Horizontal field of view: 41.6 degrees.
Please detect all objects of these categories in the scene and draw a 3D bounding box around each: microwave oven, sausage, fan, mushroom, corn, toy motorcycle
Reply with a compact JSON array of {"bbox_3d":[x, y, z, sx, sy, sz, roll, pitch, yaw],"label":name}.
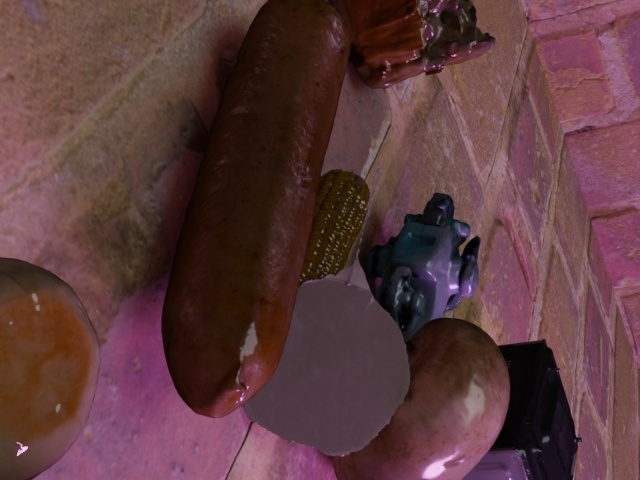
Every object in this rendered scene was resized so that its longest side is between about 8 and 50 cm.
[{"bbox_3d":[0.276,0.313,1.254,0.295,0.181,0.237,-47,121,-58],"label":"microwave oven"},{"bbox_3d":[-0.058,-0.055,0.818,0.123,0.136,0.501,29,52,-23],"label":"sausage"},{"bbox_3d":[0.023,0.061,0.872,0.010,0.182,0.310,124,-16,-73],"label":"fan"},{"bbox_3d":[0.109,0.194,0.966,0.255,0.184,0.255,23,90,-81],"label":"mushroom"},{"bbox_3d":[0.000,0.000,0.966,0.080,0.080,0.238,61,36,-30],"label":"corn"},{"bbox_3d":[0.136,0.066,1.145,0.260,0.154,0.206,-58,153,-45],"label":"toy motorcycle"}]

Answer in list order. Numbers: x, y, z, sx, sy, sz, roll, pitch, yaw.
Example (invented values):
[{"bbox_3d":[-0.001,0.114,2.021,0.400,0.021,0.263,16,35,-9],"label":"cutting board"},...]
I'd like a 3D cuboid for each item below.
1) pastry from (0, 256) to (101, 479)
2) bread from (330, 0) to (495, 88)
[{"bbox_3d":[-0.207,0.084,0.521,0.156,0.092,0.156,15,72,-55],"label":"pastry"},{"bbox_3d":[0.151,-0.434,1.206,0.370,0.314,0.191,68,20,-10],"label":"bread"}]
